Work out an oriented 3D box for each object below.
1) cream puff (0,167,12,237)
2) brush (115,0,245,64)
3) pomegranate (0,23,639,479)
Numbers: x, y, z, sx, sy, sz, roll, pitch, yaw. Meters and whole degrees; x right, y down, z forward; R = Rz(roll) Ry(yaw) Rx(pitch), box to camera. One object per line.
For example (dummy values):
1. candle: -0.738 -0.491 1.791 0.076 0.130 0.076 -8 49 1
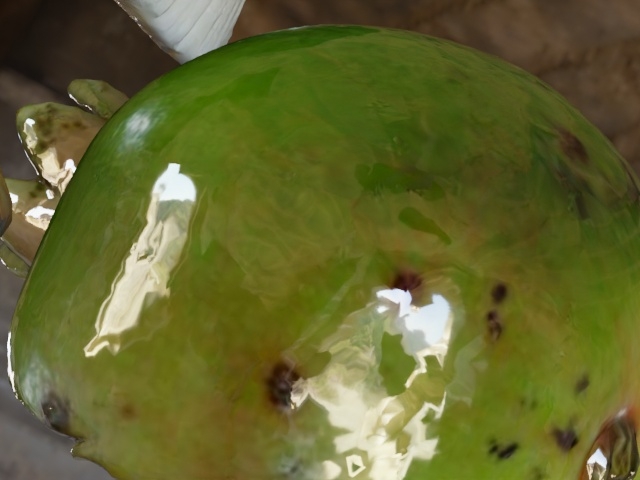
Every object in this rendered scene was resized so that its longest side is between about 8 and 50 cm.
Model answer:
1. cream puff: -0.188 -0.021 0.470 0.240 0.164 0.240 35 0 0
2. brush: -0.090 -0.235 1.032 0.267 0.166 0.174 53 4 35
3. pomegranate: 0.000 0.000 0.843 0.358 0.216 0.310 33 12 34
